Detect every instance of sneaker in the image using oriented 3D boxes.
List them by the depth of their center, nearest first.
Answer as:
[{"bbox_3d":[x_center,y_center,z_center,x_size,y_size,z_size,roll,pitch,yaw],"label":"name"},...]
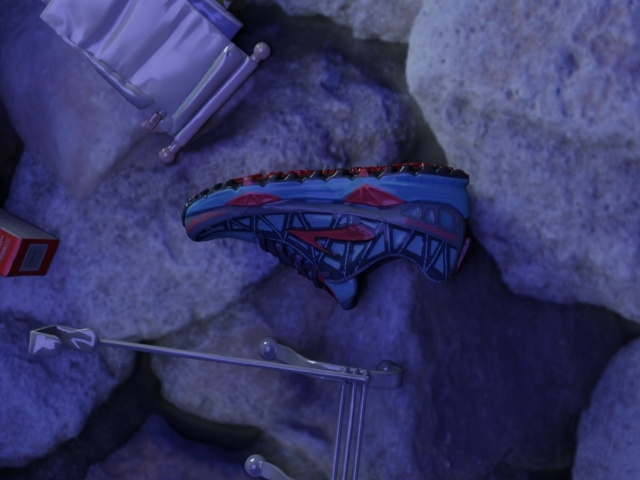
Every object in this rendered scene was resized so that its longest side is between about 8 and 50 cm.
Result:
[{"bbox_3d":[0.000,0.000,1.173,0.262,0.104,0.125,-3,91,19],"label":"sneaker"}]

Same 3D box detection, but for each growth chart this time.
[{"bbox_3d":[-0.159,-0.210,1.234,0.172,0.021,0.237,-40,98,12],"label":"growth chart"}]

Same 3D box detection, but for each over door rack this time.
[{"bbox_3d":[-0.101,0.203,1.190,0.324,0.108,0.239,6,92,-2],"label":"over door rack"}]

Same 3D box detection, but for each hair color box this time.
[{"bbox_3d":[-0.332,-0.013,1.303,0.141,0.072,0.043,27,98,18],"label":"hair color box"}]
